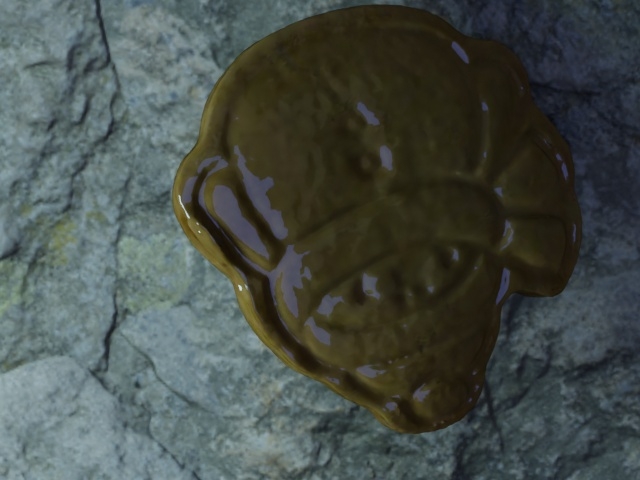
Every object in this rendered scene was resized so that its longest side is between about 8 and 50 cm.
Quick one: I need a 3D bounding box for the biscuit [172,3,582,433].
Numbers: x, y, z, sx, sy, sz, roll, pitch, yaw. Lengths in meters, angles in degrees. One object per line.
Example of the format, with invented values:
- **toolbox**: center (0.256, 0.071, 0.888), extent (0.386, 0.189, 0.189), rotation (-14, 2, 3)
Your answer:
- **biscuit**: center (0.061, -0.025, 1.565), extent (0.312, 0.057, 0.351), rotation (-34, 101, -13)
